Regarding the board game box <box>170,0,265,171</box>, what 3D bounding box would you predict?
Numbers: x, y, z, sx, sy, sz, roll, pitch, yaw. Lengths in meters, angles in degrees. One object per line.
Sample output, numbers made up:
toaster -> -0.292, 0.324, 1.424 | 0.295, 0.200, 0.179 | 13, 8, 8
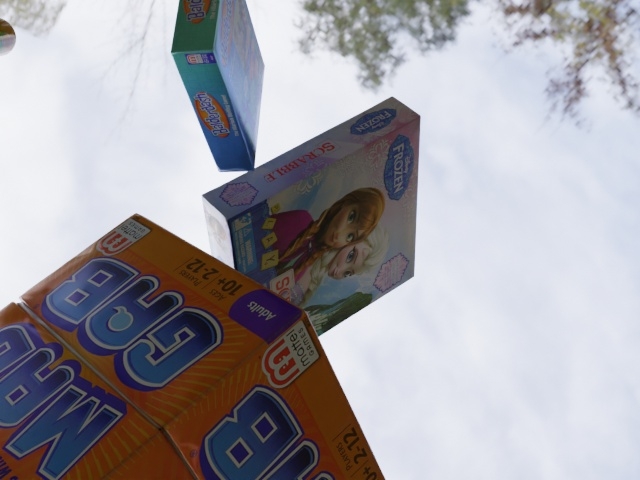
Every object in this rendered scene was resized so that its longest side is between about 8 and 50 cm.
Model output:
board game box -> -0.107, -0.199, 1.076 | 0.047, 0.210, 0.160 | -1, -121, 8

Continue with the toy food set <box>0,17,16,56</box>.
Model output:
toy food set -> -0.302, -0.287, 0.939 | 0.111, 0.232, 0.104 | 40, -163, -6

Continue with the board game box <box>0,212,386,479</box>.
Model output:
board game box -> -0.188, 0.250, 1.100 | 0.356, 0.356, 0.356 | -39, -143, -21

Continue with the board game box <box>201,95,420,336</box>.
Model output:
board game box -> 0.000, 0.000, 1.366 | 0.318, 0.319, 0.066 | -31, -129, -24
